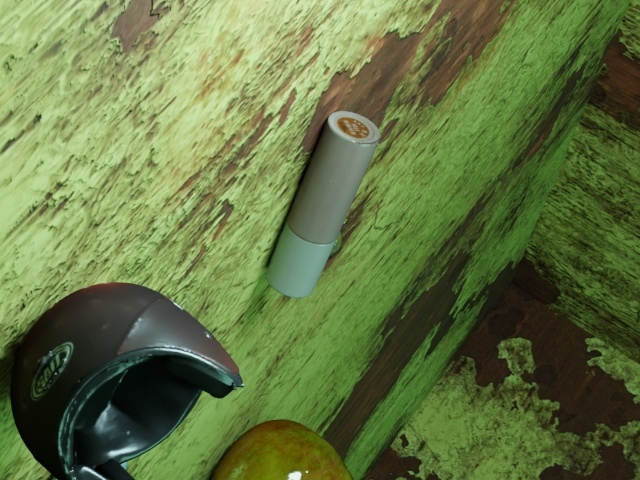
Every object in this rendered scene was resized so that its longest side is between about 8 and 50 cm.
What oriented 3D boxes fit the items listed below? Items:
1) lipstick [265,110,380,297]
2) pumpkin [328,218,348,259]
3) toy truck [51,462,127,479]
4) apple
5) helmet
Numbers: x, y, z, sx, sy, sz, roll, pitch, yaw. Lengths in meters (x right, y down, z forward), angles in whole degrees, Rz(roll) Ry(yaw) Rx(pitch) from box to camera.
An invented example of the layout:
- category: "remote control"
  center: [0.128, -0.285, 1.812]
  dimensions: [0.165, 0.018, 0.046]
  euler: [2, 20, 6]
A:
- category: "lipstick"
  center: [0.000, -0.042, 1.752]
  dimensions: [0.070, 0.070, 0.254]
  euler: [-39, 157, -52]
- category: "pumpkin"
  center: [-0.001, 0.001, 1.930]
  dimensions: [0.073, 0.035, 0.101]
  euler: [-35, 160, -30]
- category: "toy truck"
  center: [-0.270, 0.304, 1.485]
  dimensions: [0.191, 0.116, 0.085]
  euler: [-90, 178, -65]
- category: "apple"
  center: [-0.066, 0.418, 2.218]
  dimensions: [0.226, 0.246, 0.246]
  euler: [-41, 162, -19]
- category: "helmet"
  center: [-0.183, 0.135, 1.259]
  dimensions: [0.189, 0.193, 0.216]
  euler: [-53, 162, 4]
